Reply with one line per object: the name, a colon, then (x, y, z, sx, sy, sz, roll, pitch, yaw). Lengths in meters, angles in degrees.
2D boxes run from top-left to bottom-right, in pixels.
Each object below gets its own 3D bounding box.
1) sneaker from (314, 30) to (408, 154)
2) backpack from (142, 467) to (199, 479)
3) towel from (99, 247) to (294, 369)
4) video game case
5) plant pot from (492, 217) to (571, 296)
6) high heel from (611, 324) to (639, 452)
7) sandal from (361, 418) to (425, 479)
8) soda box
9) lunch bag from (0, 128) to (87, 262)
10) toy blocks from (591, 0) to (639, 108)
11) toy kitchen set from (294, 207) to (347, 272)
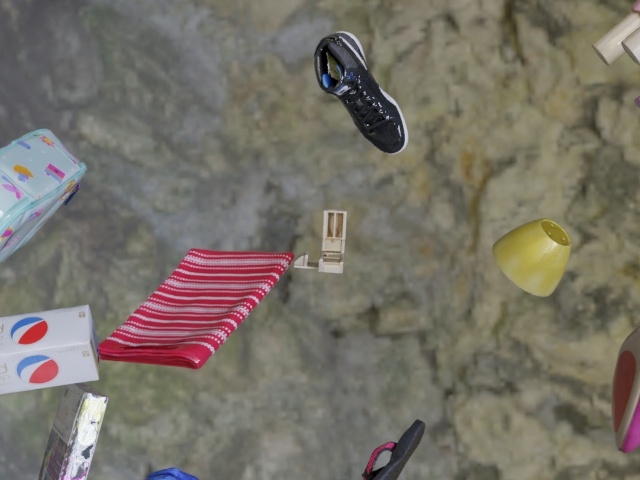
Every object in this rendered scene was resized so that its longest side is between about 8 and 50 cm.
sneaker: (0.053, -0.222, 2.031, 0.217, 0.079, 0.121, 60, 25, -2)
backpack: (-0.242, 0.407, 2.022, 0.120, 0.098, 0.101, 35, 39, -50)
towel: (-0.183, 0.094, 1.899, 0.275, 0.199, 0.031, -49, 130, -43)
video game case: (-0.382, 0.323, 1.958, 0.232, 0.042, 0.210, 174, -68, -72)
plant pot: (0.382, 0.017, 2.258, 0.095, 0.134, 0.134, -53, -155, 32)
high heel: (0.527, 0.135, 1.787, 0.127, 0.181, 0.377, -96, -161, -70)
sandal: (0.087, 0.296, 1.717, 0.179, 0.040, 0.067, -46, 155, -51)
soda box: (-0.387, 0.142, 1.606, 0.069, 0.216, 0.074, -104, -173, -47)
lunch bag: (-0.466, -0.037, 1.874, 0.108, 0.224, 0.279, 42, 24, -2)
toy blocks: (0.584, -0.246, 1.795, 0.309, 0.260, 0.288, 51, 6, -5)
toy kitchen set: (0.000, 0.000, 1.794, 0.083, 0.068, 0.075, -80, 173, -77)
